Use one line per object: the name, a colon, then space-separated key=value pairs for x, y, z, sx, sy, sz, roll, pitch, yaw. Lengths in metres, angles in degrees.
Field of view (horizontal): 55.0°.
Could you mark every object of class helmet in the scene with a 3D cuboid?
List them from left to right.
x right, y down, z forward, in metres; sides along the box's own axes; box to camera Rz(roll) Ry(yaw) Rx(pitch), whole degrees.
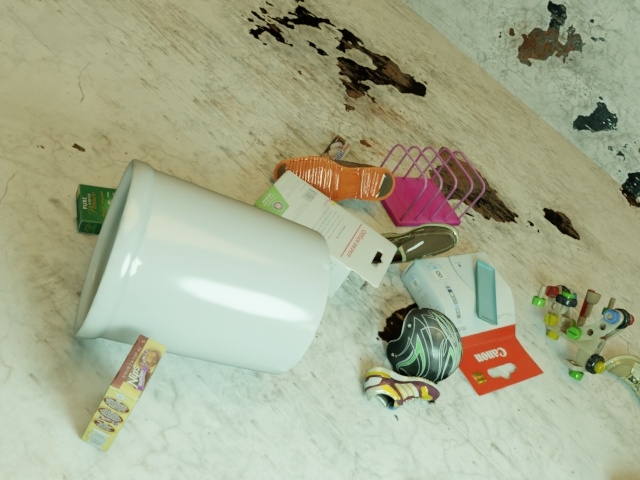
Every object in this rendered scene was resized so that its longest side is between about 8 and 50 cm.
helmet: x=0.253 y=0.247 z=1.447 sx=0.169 sy=0.161 sz=0.169 roll=20 pitch=40 yaw=-18

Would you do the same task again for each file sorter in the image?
file sorter: x=0.342 y=-0.179 z=1.940 sx=0.291 sy=0.182 sz=0.202 roll=-2 pitch=51 yaw=-38

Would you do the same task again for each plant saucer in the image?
plant saucer: x=0.454 y=0.143 z=1.690 sx=0.067 sy=0.018 sz=0.192 roll=27 pitch=50 yaw=-20

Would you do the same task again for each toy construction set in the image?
toy construction set: x=0.764 y=0.272 z=1.820 sx=0.257 sy=0.237 sz=0.309 roll=20 pitch=11 yaw=29

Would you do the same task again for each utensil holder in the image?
utensil holder: x=-0.219 y=0.064 z=1.164 sx=0.385 sy=0.327 sz=0.327 roll=18 pitch=41 yaw=-24

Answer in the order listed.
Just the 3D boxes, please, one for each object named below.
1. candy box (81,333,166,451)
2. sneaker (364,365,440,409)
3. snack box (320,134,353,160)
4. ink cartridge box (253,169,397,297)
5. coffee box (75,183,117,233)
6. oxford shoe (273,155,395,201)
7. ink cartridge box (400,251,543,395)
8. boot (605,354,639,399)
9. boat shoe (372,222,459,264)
candy box: x=-0.320 y=0.250 z=0.999 sx=0.053 sy=0.186 sz=0.109 roll=29 pitch=39 yaw=-8
sneaker: x=0.182 y=0.347 z=1.378 sx=0.185 sy=0.069 sz=0.084 roll=17 pitch=50 yaw=-13
snack box: x=0.049 y=-0.278 z=1.954 sx=0.064 sy=0.022 sz=0.178 roll=35 pitch=38 yaw=-2
ink cartridge box: x=0.000 y=0.000 z=1.551 sx=0.353 sy=0.119 sz=0.207 roll=35 pitch=38 yaw=1
coffee box: x=-0.439 y=-0.061 z=1.352 sx=0.184 sy=0.040 sz=0.113 roll=6 pitch=48 yaw=-33
oxford shoe: x=0.028 y=-0.178 z=1.789 sx=0.364 sy=0.130 sz=0.133 roll=6 pitch=14 yaw=-23
ink cartridge box: x=0.437 y=0.209 z=1.683 sx=0.308 sy=0.091 sz=0.385 roll=-4 pitch=52 yaw=-39
boot: x=0.956 y=0.438 z=1.842 sx=0.213 sy=0.077 sz=0.165 roll=18 pitch=43 yaw=-25
boat shoe: x=0.239 y=0.023 z=1.627 sx=0.095 sy=0.257 sz=0.095 roll=63 pitch=38 yaw=-18
